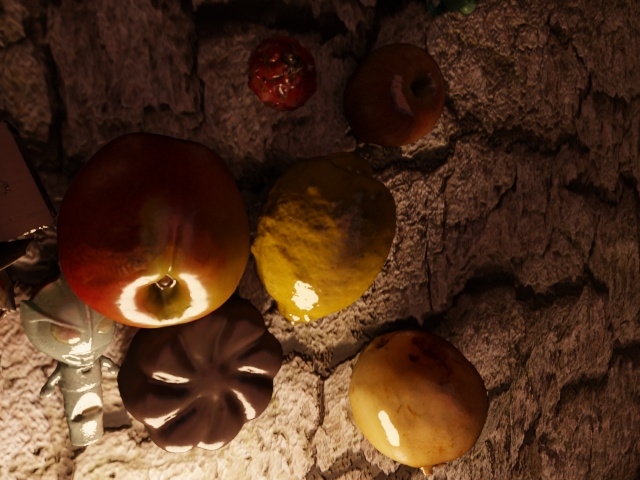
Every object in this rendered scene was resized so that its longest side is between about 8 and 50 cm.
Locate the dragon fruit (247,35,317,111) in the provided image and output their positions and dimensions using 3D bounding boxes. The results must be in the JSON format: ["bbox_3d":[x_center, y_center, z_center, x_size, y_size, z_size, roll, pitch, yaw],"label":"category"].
[{"bbox_3d":[-0.054,-0.330,0.943,0.153,0.111,0.153,-6,104,-27],"label":"dragon fruit"}]

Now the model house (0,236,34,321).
[{"bbox_3d":[-0.508,0.102,0.704,0.207,0.219,0.135,-23,113,-23],"label":"model house"}]

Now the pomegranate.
[{"bbox_3d":[0.216,0.359,1.072,0.319,0.319,0.319,-4,99,-28],"label":"pomegranate"}]

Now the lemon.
[{"bbox_3d":[0.002,-0.007,0.931,0.286,0.285,0.316,10,135,-29],"label":"lemon"}]

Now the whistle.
[{"bbox_3d":[-0.416,0.187,0.821,0.142,0.134,0.346,-35,131,-63],"label":"whistle"}]

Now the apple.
[{"bbox_3d":[0.155,-0.303,1.014,0.211,0.188,0.211,-4,98,-32],"label":"apple"}]

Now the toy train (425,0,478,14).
[{"bbox_3d":[0.269,-0.659,1.069,0.298,0.120,0.194,38,71,-27],"label":"toy train"}]

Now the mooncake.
[{"bbox_3d":[-0.222,0.247,0.911,0.306,0.154,0.305,-2,95,-27],"label":"mooncake"}]

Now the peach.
[{"bbox_3d":[-0.254,-0.026,0.768,0.308,0.332,0.307,-5,132,-6],"label":"peach"}]

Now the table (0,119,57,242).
[{"bbox_3d":[-0.519,-0.074,0.695,0.193,0.169,0.172,-24,108,-23],"label":"table"}]
